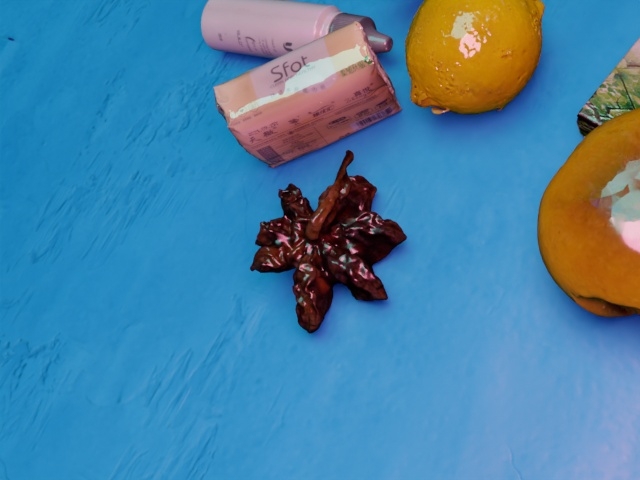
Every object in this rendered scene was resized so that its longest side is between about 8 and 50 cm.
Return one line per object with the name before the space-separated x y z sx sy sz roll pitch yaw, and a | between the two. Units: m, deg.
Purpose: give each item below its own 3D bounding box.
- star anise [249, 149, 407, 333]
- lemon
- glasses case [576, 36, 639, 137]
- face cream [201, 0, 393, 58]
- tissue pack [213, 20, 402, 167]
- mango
star anise | 0.000 0.000 1.302 0.190 0.126 0.220 -35 58 8
lemon | 0.196 -0.252 1.316 0.173 0.173 0.206 39 93 35
glasses case | 0.439 -0.223 1.255 0.095 0.062 0.272 37 83 29
face cream | -0.031 -0.310 1.499 0.311 0.092 0.092 13 70 30
tissue pack | -0.015 -0.190 1.371 0.222 0.186 0.090 -22 70 12
mango | 0.413 -0.041 1.085 0.365 0.182 0.253 -18 63 22
